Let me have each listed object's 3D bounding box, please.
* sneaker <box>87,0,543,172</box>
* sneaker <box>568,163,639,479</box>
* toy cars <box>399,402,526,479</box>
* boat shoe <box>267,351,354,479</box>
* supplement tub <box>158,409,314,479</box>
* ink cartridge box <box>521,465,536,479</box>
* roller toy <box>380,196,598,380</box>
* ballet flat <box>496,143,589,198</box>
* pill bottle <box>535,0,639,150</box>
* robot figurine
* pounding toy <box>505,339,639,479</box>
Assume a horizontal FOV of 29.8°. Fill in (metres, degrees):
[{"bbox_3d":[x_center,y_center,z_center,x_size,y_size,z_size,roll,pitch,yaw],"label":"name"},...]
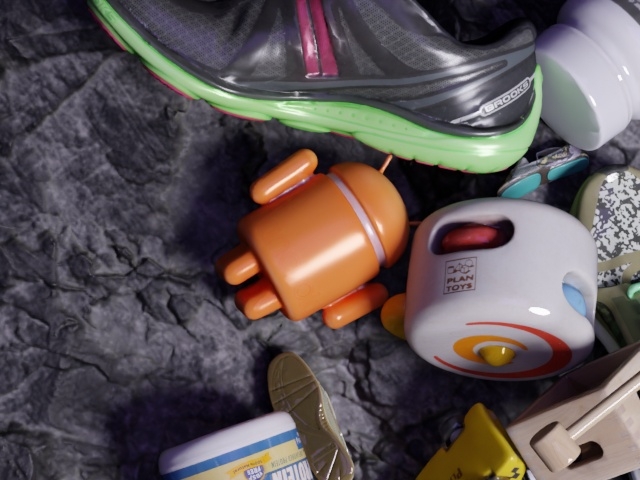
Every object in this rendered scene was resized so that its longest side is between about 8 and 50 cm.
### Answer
[{"bbox_3d":[0.000,-0.215,1.250,0.483,0.185,0.202,13,101,-9],"label":"sneaker"},{"bbox_3d":[0.380,0.106,1.249,0.158,0.182,0.410,-16,82,-8],"label":"sneaker"},{"bbox_3d":[0.133,0.362,1.206,0.087,0.176,0.393,17,77,-33],"label":"toy cars"},{"bbox_3d":[-0.009,0.190,1.273,0.056,0.048,0.153,-32,78,2],"label":"boat shoe"},{"bbox_3d":[-0.066,0.283,1.196,0.144,0.144,0.199,-19,83,-8],"label":"supplement tub"},{"bbox_3d":[0.262,0.324,1.244,0.046,0.097,0.207,-23,84,-9],"label":"ink cartridge box"},{"bbox_3d":[0.180,0.058,1.221,0.209,0.191,0.146,13,62,-9],"label":"roller toy"},{"bbox_3d":[0.243,-0.079,1.346,0.114,0.041,0.041,-22,83,-9],"label":"ballet flat"},{"bbox_3d":[0.364,-0.236,1.317,0.283,0.161,0.161,-37,86,-11],"label":"pill bottle"},{"bbox_3d":[0.001,0.002,1.261,0.219,0.128,0.158,-31,63,-9],"label":"robot figurine"},{"bbox_3d":[0.267,0.176,1.107,0.206,0.181,0.094,-30,87,-46],"label":"pounding toy"}]
